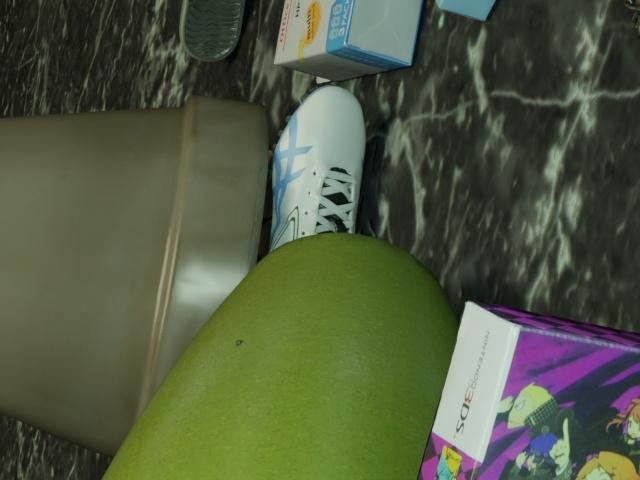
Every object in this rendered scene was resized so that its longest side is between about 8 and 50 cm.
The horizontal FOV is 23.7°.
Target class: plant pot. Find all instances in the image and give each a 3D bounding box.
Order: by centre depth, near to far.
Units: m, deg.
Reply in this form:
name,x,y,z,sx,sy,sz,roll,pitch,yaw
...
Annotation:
name,x,y,z,sx,sy,sz,roll,pitch,yaw
plant pot,-0.002,0.141,0.900,0.293,0.275,0.275,-81,18,-48
plant pot,-0.207,0.022,1.237,0.323,0.280,0.323,-169,90,-81

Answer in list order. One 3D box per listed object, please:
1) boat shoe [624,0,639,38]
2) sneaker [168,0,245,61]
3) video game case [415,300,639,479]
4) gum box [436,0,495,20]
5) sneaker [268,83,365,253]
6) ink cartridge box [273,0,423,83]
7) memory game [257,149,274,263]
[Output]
name,x,y,z,sx,sy,sz,roll,pitch,yaw
boat shoe,0.186,-0.135,0.824,0.056,0.049,0.152,-23,58,62
sneaker,-0.109,-0.301,1.542,0.118,0.083,0.222,-129,54,-62
video game case,0.132,0.144,0.582,0.042,0.232,0.210,28,104,64
gum box,0.118,-0.272,1.059,0.157,0.041,0.184,-107,36,-50
sneaker,0.000,0.000,1.157,0.086,0.085,0.237,11,89,51
ink cartridge box,0.016,-0.188,1.224,0.181,0.062,0.104,180,101,-67
memory game,-0.073,-0.001,1.400,0.186,0.012,0.186,-168,90,-67
